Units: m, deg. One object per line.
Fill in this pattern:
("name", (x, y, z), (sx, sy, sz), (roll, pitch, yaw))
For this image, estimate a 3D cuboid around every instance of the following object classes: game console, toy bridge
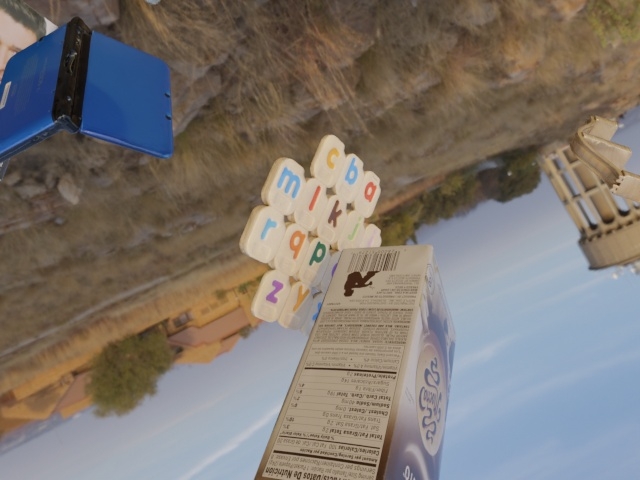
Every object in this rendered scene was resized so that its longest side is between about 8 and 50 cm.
("game console", (-0.421, -0.240, 0.921), (0.250, 0.293, 0.173), (-24, 142, 12))
("toy bridge", (0.327, -0.106, 0.600), (0.188, 0.063, 0.026), (-65, 173, -54))

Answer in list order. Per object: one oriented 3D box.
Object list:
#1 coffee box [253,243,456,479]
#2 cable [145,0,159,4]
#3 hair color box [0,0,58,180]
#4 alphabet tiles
("coffee box", (0.060, 0.165, 0.544), (0.119, 0.168, 0.297), (-4, -140, 25))
("cable", (-0.077, -0.184, 0.147), (0.072, 0.139, 0.287), (-22, 173, -7))
("hair color box", (-0.704, -0.329, 1.045), (0.113, 0.374, 0.185), (4, 164, 28))
("alphabet tiles", (0.000, 0.000, 0.763), (0.021, 0.278, 0.284), (15, 168, 40))
